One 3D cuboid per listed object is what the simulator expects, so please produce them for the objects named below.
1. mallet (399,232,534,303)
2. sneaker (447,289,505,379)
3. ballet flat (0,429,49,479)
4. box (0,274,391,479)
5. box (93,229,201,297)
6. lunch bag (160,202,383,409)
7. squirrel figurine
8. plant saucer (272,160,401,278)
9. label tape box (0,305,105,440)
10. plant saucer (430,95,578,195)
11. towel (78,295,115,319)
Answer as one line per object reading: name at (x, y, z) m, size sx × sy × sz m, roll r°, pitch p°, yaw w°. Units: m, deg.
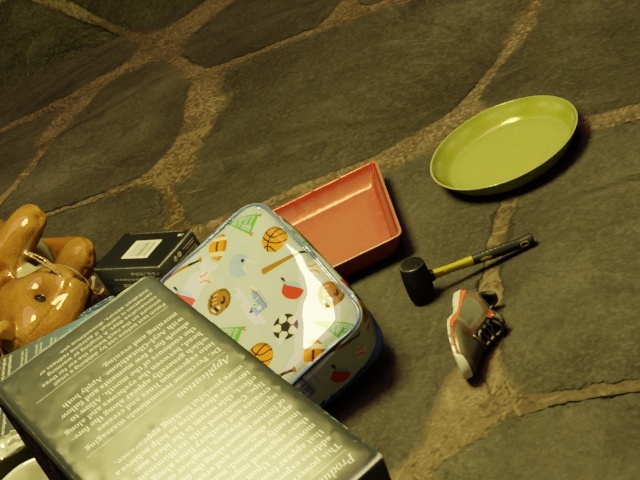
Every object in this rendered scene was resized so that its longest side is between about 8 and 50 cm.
mallet at (0.205, 0.038, 1.623) m, size 0.189 × 0.062 × 0.039 m, roll -14°, pitch 31°, yaw -1°
sneaker at (0.199, 0.109, 1.484) m, size 0.064 × 0.061 × 0.158 m, roll -12°, pitch 33°, yaw 18°
ballet flat at (-0.402, 0.327, 1.361) m, size 0.409 × 0.147 × 0.147 m, roll -44°, pitch 29°, yaw 3°
box at (-0.102, 0.268, 1.173) m, size 0.212 × 0.294 × 0.395 m, roll -37°, pitch 43°, yaw -20°
box at (-0.241, 0.073, 1.835) m, size 0.156 × 0.158 × 0.093 m, roll -3°, pitch 38°, yaw 40°
lunch bag at (-0.082, 0.107, 1.582) m, size 0.243 × 0.115 × 0.303 m, roll -44°, pitch 52°, yaw -1°
squirrel figurine at (-0.532, 0.139, 1.962) m, size 0.397 × 0.281 × 0.370 m, roll -48°, pitch 41°, yaw -3°
plant saucer at (0.000, 0.000, 1.848) m, size 0.258 × 0.048 × 0.259 m, roll -26°, pitch 28°, yaw 7°
label tape box at (-0.376, 0.246, 1.563) m, size 0.333 × 0.106 × 0.241 m, roll -25°, pitch 35°, yaw 8°
plant saucer at (0.287, -0.140, 1.817) m, size 0.241 × 0.037 × 0.241 m, roll -23°, pitch 29°, yaw 14°
towel at (-0.322, 0.145, 1.838) m, size 0.067 × 0.119 × 0.029 m, roll -30°, pitch 33°, yaw 0°
